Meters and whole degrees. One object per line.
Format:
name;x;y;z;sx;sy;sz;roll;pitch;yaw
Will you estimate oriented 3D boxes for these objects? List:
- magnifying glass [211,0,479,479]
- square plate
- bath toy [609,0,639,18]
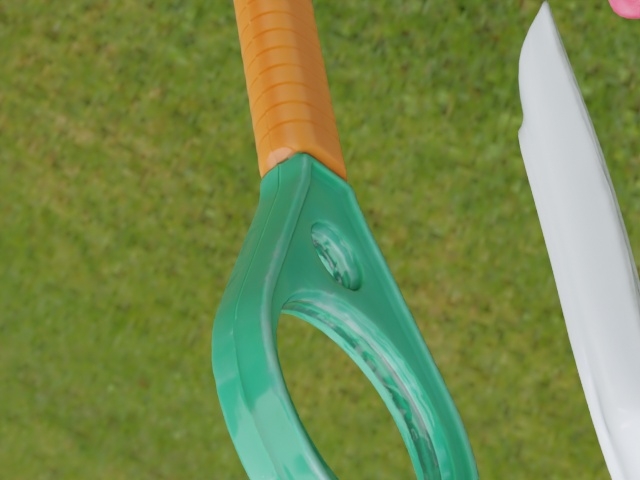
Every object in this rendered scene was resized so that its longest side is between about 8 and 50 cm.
magnifying glass;0.000;0.000;0.510;0.026;0.231;0.092;-35;133;23
square plate;0.192;0.084;1.083;0.049;0.344;0.347;-17;134;9
bath toy;0.138;-0.198;0.676;0.129;0.348;0.151;-7;153;-10
